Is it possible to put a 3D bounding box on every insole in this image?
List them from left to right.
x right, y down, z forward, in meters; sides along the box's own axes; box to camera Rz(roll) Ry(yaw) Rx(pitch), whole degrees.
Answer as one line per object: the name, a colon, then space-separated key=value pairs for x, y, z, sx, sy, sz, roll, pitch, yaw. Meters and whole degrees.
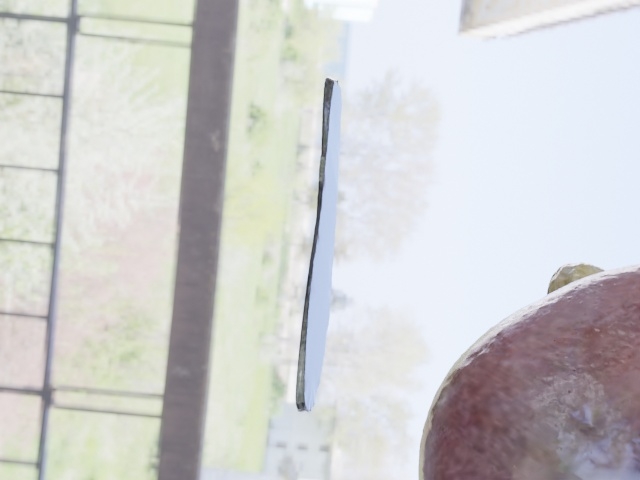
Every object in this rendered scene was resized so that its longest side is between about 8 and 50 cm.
insole: x=0.000 y=0.000 z=1.025 sx=0.110 sy=0.012 sz=0.309 roll=52 pitch=41 yaw=-73

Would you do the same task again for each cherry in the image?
cherry: x=0.206 y=0.157 z=0.848 sx=0.221 sy=0.261 sz=0.307 roll=114 pitch=-3 yaw=-73

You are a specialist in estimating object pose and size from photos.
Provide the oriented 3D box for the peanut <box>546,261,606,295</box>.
peanut: x=0.280 y=0.091 z=1.075 sx=0.174 sy=0.080 sz=0.080 roll=54 pitch=8 yaw=-8
